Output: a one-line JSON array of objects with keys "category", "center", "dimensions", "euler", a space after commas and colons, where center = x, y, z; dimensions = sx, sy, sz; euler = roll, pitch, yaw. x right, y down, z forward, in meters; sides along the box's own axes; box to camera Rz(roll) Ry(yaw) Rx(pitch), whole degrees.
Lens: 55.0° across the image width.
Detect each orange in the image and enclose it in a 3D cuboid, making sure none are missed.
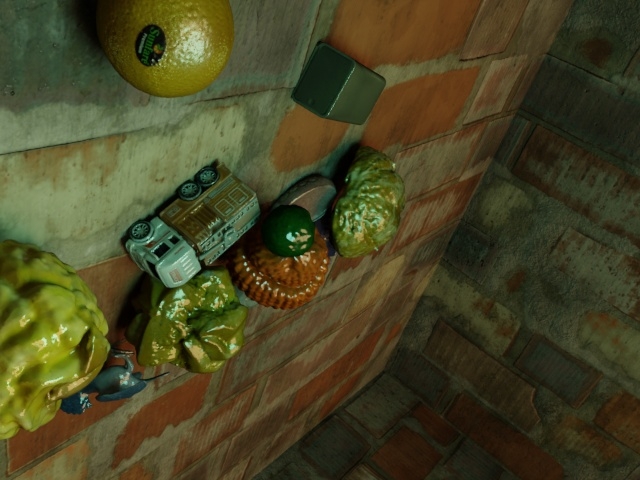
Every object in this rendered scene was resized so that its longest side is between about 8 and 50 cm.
[{"category": "orange", "center": [-0.249, -0.348, 1.000], "dimensions": [0.236, 0.236, 0.236], "euler": [-41, 154, -26]}, {"category": "orange", "center": [0.156, -0.114, 1.945], "dimensions": [0.271, 0.211, 0.368], "euler": [42, 64, -68]}]

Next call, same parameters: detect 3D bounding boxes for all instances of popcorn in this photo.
[{"category": "popcorn", "center": [-0.550, 0.172, 1.111], "dimensions": [0.349, 0.349, 0.381], "euler": [-54, -178, 2]}]

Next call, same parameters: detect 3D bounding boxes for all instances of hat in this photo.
[{"category": "hat", "center": [-0.078, 0.009, 1.629], "dimensions": [0.285, 0.285, 0.400], "euler": [-36, 175, -34]}]

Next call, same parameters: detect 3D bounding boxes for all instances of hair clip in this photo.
[{"category": "hair clip", "center": [0.012, -0.007, 2.075], "dimensions": [0.090, 0.137, 0.278], "euler": [-20, 133, -31]}]

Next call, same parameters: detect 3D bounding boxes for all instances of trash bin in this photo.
[{"category": "trash bin", "center": [0.058, -0.399, 1.623], "dimensions": [0.164, 0.122, 0.241], "euler": [-60, 158, 16]}]

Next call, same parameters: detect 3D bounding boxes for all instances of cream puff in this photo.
[{"category": "cream puff", "center": [-0.335, 0.221, 1.565], "dimensions": [0.270, 0.275, 0.323], "euler": [-34, 148, -56]}]

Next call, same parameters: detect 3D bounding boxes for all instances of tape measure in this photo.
[{"category": "tape measure", "center": [-0.250, 0.214, 1.941], "dimensions": [0.164, 0.084, 0.330], "euler": [-8, 129, -53]}]

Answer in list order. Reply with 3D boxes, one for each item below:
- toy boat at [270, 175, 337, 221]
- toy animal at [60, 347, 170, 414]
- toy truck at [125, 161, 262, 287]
[{"category": "toy boat", "center": [-0.057, -0.119, 1.870], "dimensions": [0.228, 0.085, 0.155], "euler": [-33, 143, -16]}, {"category": "toy animal", "center": [-0.523, 0.364, 1.573], "dimensions": [0.239, 0.256, 0.176], "euler": [-177, -80, -72]}, {"category": "toy truck", "center": [-0.287, -0.026, 1.439], "dimensions": [0.305, 0.162, 0.136], "euler": [-44, 155, -21]}]
